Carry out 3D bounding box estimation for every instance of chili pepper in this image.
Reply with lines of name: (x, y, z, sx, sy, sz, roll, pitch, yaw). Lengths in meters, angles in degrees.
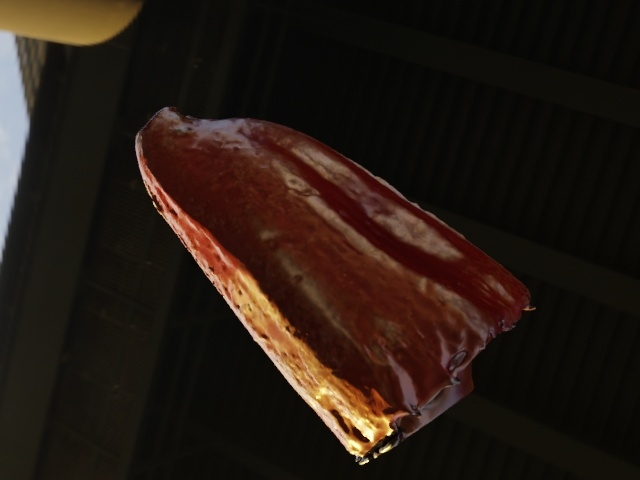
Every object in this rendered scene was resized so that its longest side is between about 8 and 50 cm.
chili pepper: (0.000, 0.000, 0.640, 0.144, 0.136, 0.252, -42, -104, -5)
